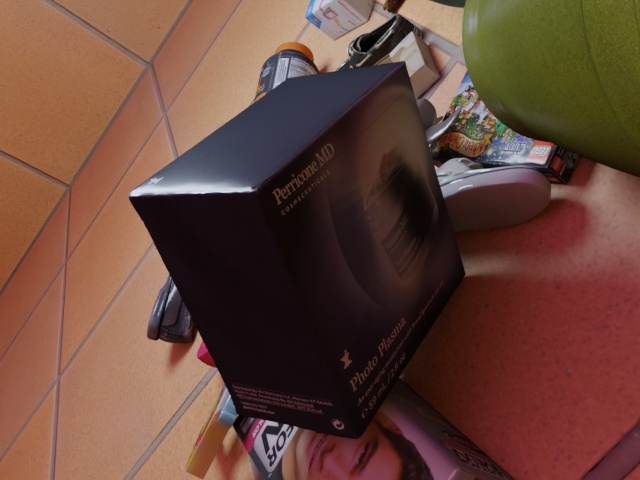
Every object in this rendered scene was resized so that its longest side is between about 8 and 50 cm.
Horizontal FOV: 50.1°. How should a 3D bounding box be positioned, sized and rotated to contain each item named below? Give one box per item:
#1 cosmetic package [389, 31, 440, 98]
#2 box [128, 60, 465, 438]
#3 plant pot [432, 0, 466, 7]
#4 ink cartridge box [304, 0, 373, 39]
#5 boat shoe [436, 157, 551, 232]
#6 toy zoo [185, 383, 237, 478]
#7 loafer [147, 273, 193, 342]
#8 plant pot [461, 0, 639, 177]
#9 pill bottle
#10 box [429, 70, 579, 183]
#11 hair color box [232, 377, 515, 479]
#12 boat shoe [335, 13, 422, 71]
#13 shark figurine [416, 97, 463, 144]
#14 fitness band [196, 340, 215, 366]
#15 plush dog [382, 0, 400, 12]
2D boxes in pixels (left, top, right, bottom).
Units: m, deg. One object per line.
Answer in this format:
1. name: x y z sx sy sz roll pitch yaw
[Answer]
1. cosmetic package: 0.159 -0.298 1.165 0.060 0.041 0.115 -42 34 28
2. box: 0.000 0.000 0.758 0.182 0.294 0.296 0 33 37
3. plant pot: 0.212 -0.519 1.064 0.272 0.271 0.255 -101 27 -49
4. ink cartridge box: 0.040 -0.493 1.465 0.122 0.088 0.052 -13 54 52
5. boat shoe: 0.180 -0.062 0.887 0.267 0.096 0.088 -21 47 55
6. toy zoo: -0.138 0.239 1.032 0.192 0.030 0.293 -63 3 -4
7. loafer: -0.283 0.087 1.478 0.109 0.095 0.303 110 175 -57
8. plant pot: 0.308 -0.209 0.600 0.366 0.366 0.353 -61 18 -1
9. pill bottle: -0.069 -0.301 1.424 0.130 0.130 0.246 -30 41 42
10. box: 0.254 -0.162 0.900 0.233 0.044 0.159 17 79 60
11. hair color box: 0.041 0.250 0.799 0.185 0.113 0.374 -60 30 2
12. boat shoe: 0.090 -0.358 1.291 0.219 0.070 0.078 -24 46 46
13. shark figurine: 0.112 -0.179 0.978 0.166 0.116 0.278 -50 9 29
14. fitness band: -0.137 0.113 1.158 0.209 0.054 0.291 -67 10 -21
15. plush dog: 0.116 -0.579 1.288 0.211 0.225 0.262 -52 31 14
